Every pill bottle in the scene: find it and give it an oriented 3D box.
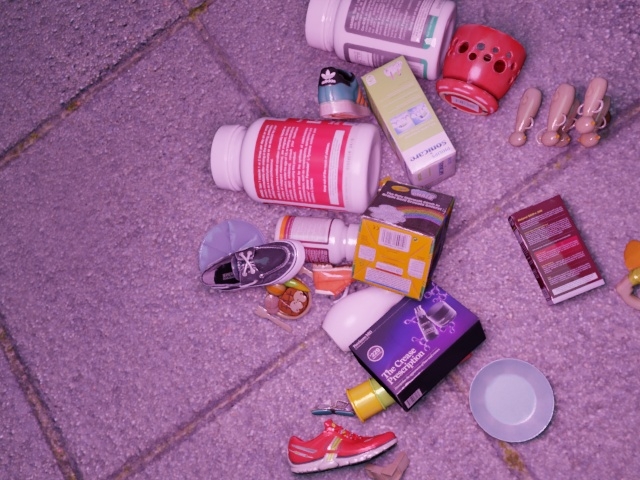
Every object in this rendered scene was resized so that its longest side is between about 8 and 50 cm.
[{"bbox_3d":[0.000,0.000,1.579,0.221,0.121,0.121,5,81,12],"label":"pill bottle"},{"bbox_3d":[-0.061,-0.199,1.569,0.408,0.229,0.229,7,82,14],"label":"pill bottle"},{"bbox_3d":[0.157,-0.558,1.599,0.361,0.204,0.204,17,84,14],"label":"pill bottle"}]

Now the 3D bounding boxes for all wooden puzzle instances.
[{"bbox_3d":[0.172,-0.109,1.618,0.079,0.014,0.116,-20,77,8],"label":"wooden puzzle"}]

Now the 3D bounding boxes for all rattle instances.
[{"bbox_3d":[0.804,0.111,1.440,0.200,0.142,0.130,26,119,0],"label":"rattle"}]

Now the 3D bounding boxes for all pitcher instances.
[{"bbox_3d":[0.092,0.166,1.544,0.207,0.125,0.178,-41,54,-8],"label":"pitcher"}]

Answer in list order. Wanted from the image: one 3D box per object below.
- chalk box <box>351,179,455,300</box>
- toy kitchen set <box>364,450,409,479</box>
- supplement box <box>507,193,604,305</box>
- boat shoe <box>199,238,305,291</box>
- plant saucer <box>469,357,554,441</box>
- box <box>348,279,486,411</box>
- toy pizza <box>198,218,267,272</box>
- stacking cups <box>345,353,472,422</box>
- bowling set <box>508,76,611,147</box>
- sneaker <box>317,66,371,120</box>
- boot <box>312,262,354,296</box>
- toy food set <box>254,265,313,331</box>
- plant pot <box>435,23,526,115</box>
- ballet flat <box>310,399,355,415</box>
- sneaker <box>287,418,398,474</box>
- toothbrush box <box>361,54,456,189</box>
[{"bbox_3d":[0.211,-0.022,1.484,0.180,0.289,0.179,17,123,16],"label":"chalk box"},{"bbox_3d":[0.170,0.566,1.499,0.083,0.075,0.068,-4,120,43],"label":"toy kitchen set"},{"bbox_3d":[0.568,0.024,1.481,0.130,0.073,0.239,-23,78,6],"label":"supplement box"},{"bbox_3d":[-0.178,0.064,1.526,0.301,0.102,0.108,-15,76,34],"label":"boat shoe"},{"bbox_3d":[0.456,0.381,1.462,0.195,0.037,0.195,-2,81,11],"label":"plant saucer"},{"bbox_3d":[0.228,0.241,1.443,0.261,0.103,0.184,-41,45,-10],"label":"box"},{"bbox_3d":[-0.237,0.042,1.669,0.201,0.032,0.201,-2,80,13],"label":"toy pizza"},{"bbox_3d":[0.219,0.331,1.503,0.316,0.096,0.096,-30,76,0],"label":"stacking cups"},{"bbox_3d":[0.623,-0.278,1.474,0.200,0.287,0.154,18,91,-19],"label":"bowling set"},{"bbox_3d":[0.062,-0.368,1.530,0.108,0.302,0.121,-5,97,13],"label":"sneaker"},{"bbox_3d":[0.058,0.099,1.519,0.158,0.059,0.084,1,93,8],"label":"boot"},{"bbox_3d":[-0.088,0.148,1.569,0.132,0.038,0.192,30,112,3],"label":"toy food set"},{"bbox_3d":[0.396,-0.422,1.534,0.191,0.191,0.174,25,89,15],"label":"plant pot"},{"bbox_3d":[0.033,0.425,1.548,0.114,0.041,0.041,-1,80,11],"label":"ballet flat"},{"bbox_3d":[0.048,0.497,1.498,0.279,0.107,0.118,-14,69,7],"label":"sneaker"},{"bbox_3d":[0.225,-0.285,1.537,0.122,0.206,0.283,-28,77,6],"label":"toothbrush box"}]
